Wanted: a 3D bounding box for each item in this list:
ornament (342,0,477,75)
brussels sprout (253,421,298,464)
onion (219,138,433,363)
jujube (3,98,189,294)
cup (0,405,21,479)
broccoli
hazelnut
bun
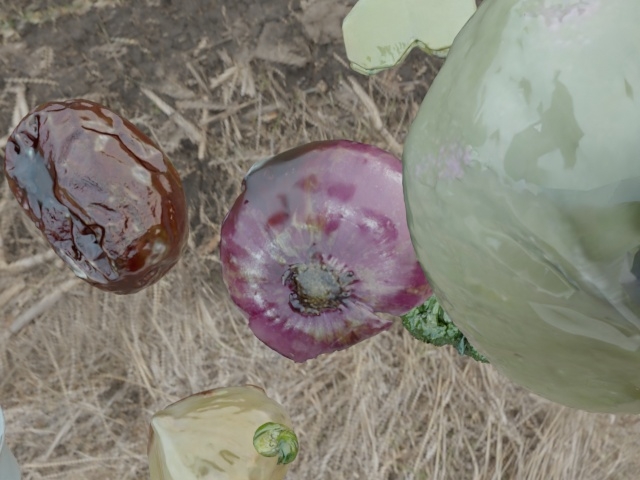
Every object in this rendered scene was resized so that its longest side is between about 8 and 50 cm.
[{"bbox_3d":[0.128,-0.345,1.244,0.201,0.059,0.180,-11,78,14],"label":"ornament"},{"bbox_3d":[-0.052,0.263,1.086,0.051,0.046,0.083,-41,26,-22],"label":"brussels sprout"},{"bbox_3d":[0.004,-0.001,0.771,0.207,0.200,0.201,-14,53,46],"label":"onion"},{"bbox_3d":[-0.408,-0.085,1.561,0.377,0.276,0.276,43,76,6],"label":"jujube"},{"bbox_3d":[-0.645,0.433,1.402,0.347,0.163,0.347,-15,37,11],"label":"cup"},{"bbox_3d":[0.274,0.070,1.482,0.321,0.283,0.304,-2,51,0],"label":"broccoli"},{"bbox_3d":[-0.176,0.346,1.343,0.261,0.241,0.261,-27,26,15],"label":"hazelnut"},{"bbox_3d":[0.167,-0.025,0.394,0.273,0.273,0.168,-17,37,1],"label":"bun"}]
